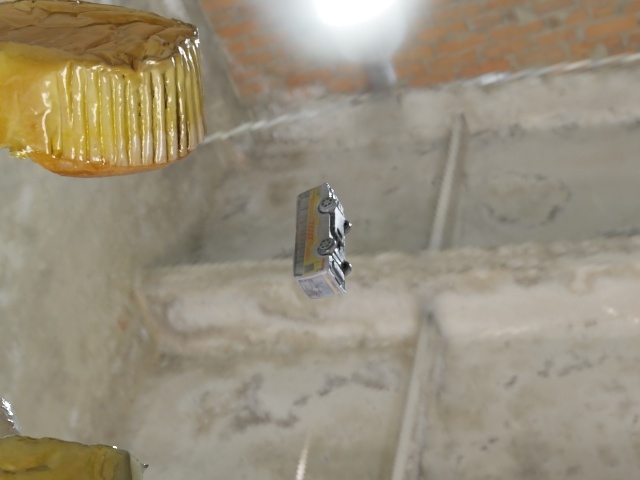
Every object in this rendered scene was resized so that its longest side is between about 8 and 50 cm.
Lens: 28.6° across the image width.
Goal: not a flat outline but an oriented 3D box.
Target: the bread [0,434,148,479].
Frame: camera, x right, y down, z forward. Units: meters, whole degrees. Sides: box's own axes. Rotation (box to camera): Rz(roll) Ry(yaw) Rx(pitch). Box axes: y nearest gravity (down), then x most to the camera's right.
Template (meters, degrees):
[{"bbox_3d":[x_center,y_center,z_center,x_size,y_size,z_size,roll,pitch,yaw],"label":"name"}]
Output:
[{"bbox_3d":[-0.255,0.354,1.018,0.210,0.300,0.341,3,-114,-14],"label":"bread"}]

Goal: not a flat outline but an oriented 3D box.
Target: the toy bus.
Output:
[{"bbox_3d":[0.000,0.000,1.816,0.075,0.064,0.190,-17,-138,18],"label":"toy bus"}]

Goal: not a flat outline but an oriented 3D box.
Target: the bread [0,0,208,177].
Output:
[{"bbox_3d":[-0.230,-0.145,1.193,0.250,0.133,0.179,9,-149,15],"label":"bread"}]

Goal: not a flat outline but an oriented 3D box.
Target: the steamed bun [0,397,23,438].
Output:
[{"bbox_3d":[-0.431,0.334,1.529,0.177,0.283,0.283,-13,-151,-17],"label":"steamed bun"}]
